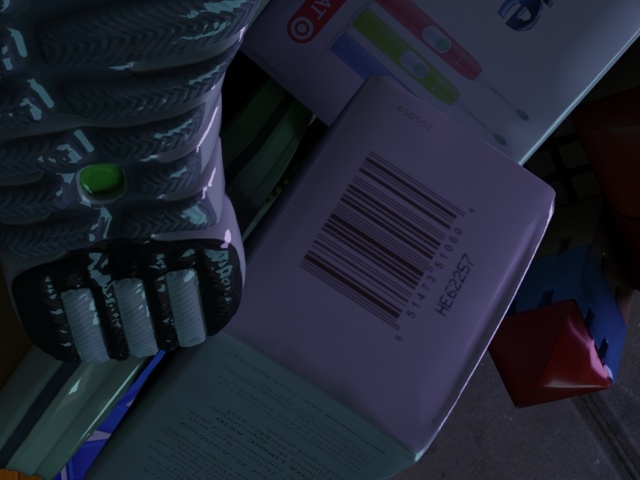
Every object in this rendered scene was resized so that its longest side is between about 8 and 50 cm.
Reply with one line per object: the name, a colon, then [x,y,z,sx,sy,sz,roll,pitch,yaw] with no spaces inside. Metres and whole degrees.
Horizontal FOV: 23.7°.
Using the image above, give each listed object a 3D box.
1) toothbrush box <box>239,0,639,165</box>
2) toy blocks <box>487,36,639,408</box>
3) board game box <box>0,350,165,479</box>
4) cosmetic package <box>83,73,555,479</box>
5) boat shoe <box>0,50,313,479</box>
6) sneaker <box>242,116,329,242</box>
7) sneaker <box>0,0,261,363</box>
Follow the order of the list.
toothbrush box: [0.079,-0.142,0.699,0.206,0.122,0.283,-48,-171,11]
toy blocks: [0.223,-0.051,0.699,0.381,0.191,0.261,-16,-158,25]
board game box: [-0.234,0.199,1.083,0.356,0.356,0.356,3,175,-17]
cosmetic package: [-0.011,0.045,0.591,0.117,0.085,0.231,-57,-177,-27]
boat shoe: [-0.113,-0.038,0.757,0.187,0.156,0.500,-53,-176,13]
sneaker: [0.000,0.000,0.811,0.185,0.084,0.069,-45,-169,52]
sneaker: [-0.066,-0.076,0.391,0.086,0.132,0.228,-7,146,-10]
